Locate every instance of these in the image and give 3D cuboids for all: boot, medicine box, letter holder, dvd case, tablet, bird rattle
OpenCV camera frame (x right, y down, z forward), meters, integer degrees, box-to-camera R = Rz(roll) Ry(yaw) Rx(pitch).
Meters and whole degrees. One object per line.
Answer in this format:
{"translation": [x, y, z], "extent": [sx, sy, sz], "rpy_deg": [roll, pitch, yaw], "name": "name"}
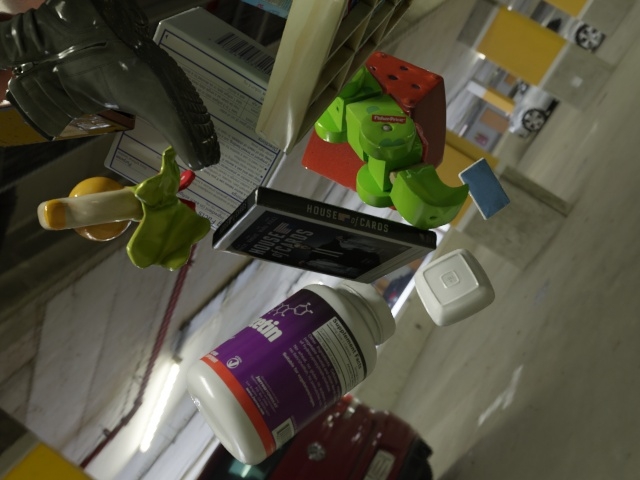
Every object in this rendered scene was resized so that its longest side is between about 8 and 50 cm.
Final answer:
{"translation": [-0.224, -0.148, 0.706], "extent": [0.161, 0.247, 0.083], "rpy_deg": [-32, 3, 9], "name": "boot"}
{"translation": [-0.181, -0.195, 1.163], "extent": [0.289, 0.263, 0.149], "rpy_deg": [-57, 4, 30], "name": "medicine box"}
{"translation": [-0.446, -0.281, 1.068], "extent": [0.152, 0.301, 0.215], "rpy_deg": [19, -108, -61], "name": "letter holder"}
{"translation": [0.000, 0.000, 0.871], "extent": [0.179, 0.238, 0.030], "rpy_deg": [145, 134, -60], "name": "dvd case"}
{"translation": [0.252, -0.079, 1.045], "extent": [0.054, 0.083, 0.006], "rpy_deg": [-34, 6, -15], "name": "tablet"}
{"translation": [-0.247, -0.053, 0.861], "extent": [0.253, 0.206, 0.143], "rpy_deg": [-150, 55, -67], "name": "bird rattle"}

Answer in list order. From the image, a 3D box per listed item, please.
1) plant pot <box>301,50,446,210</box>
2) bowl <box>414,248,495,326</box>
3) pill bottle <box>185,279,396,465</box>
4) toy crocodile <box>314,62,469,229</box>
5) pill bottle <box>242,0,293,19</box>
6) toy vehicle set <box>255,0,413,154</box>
{"translation": [0.144, -0.274, 1.573], "extent": [0.267, 0.267, 0.236], "rpy_deg": [-46, -24, -42], "name": "plant pot"}
{"translation": [0.268, 0.088, 1.381], "extent": [0.142, 0.142, 0.053], "rpy_deg": [-27, -33, 5], "name": "bowl"}
{"translation": [-0.039, 0.191, 1.085], "extent": [0.323, 0.181, 0.181], "rpy_deg": [-34, -17, -24], "name": "pill bottle"}
{"translation": [0.068, -0.152, 0.880], "extent": [0.105, 0.341, 0.115], "rpy_deg": [-19, -36, -15], "name": "toy crocodile"}
{"translation": [-0.069, -0.349, 0.896], "extent": [0.087, 0.160, 0.087], "rpy_deg": [-164, 90, -70], "name": "pill bottle"}
{"translation": [0.042, -0.212, 0.578], "extent": [0.267, 0.035, 0.166], "rpy_deg": [-55, -5, -36], "name": "toy vehicle set"}
